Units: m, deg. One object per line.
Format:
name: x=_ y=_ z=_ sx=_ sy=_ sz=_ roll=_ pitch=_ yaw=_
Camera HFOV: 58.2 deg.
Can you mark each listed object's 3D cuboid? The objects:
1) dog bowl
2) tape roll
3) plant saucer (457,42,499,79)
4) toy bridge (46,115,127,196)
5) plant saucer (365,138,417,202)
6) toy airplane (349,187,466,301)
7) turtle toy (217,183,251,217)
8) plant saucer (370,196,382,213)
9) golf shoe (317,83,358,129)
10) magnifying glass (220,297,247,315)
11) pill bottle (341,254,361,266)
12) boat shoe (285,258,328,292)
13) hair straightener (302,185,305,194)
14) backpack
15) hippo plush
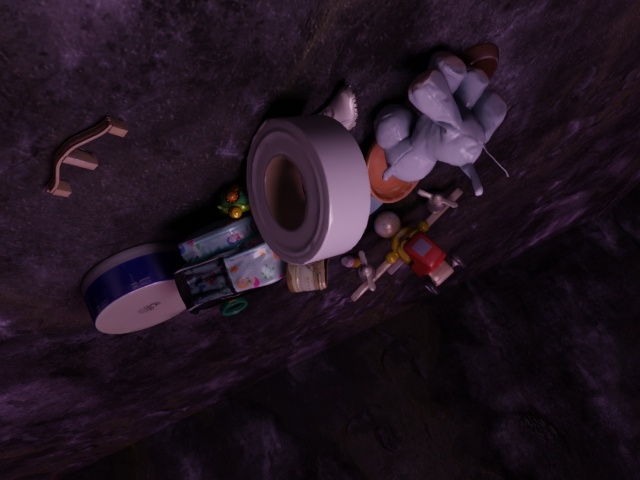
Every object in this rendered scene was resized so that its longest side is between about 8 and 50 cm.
dog bowl: x=-0.428 y=0.118 z=1.392 sx=0.264 sy=0.104 sz=0.265 roll=-24 pitch=160 yaw=-10
tape roll: x=-0.032 y=-0.100 z=1.119 sx=0.100 sy=0.286 sz=0.286 roll=-14 pitch=156 yaw=-34
plant saucer: x=0.336 y=-0.372 z=1.302 sx=0.168 sy=0.029 sz=0.168 roll=-25 pitch=160 yaw=-9
toy bridge: x=-0.397 y=-0.135 z=0.942 sx=0.188 sy=0.026 sz=0.063 roll=-37 pitch=155 yaw=24
plant saucer: x=0.177 y=-0.191 z=1.400 sx=0.199 sy=0.037 sz=0.200 roll=-19 pitch=123 yaw=-32
toy airplane: x=0.275 y=0.006 z=1.867 sx=0.384 sy=0.272 sz=0.386 roll=-33 pitch=-162 yaw=43
turtle toy: x=-0.167 y=-0.093 z=1.265 sx=0.130 sy=0.066 sz=0.095 roll=-18 pitch=-166 yaw=-26
plant saucer: x=0.165 y=-0.151 z=1.531 sx=0.195 sy=0.037 sz=0.195 roll=-46 pitch=165 yaw=-16
golf shoe: x=0.020 y=-0.241 z=1.166 sx=0.085 sy=0.069 sz=0.176 roll=-13 pitch=154 yaw=-21
magnifying glass: x=-0.288 y=0.195 z=1.872 sx=0.092 sy=0.026 sz=0.231 roll=-23 pitch=161 yaw=-12
pill bottle: x=0.110 y=0.074 z=2.051 sx=0.043 sy=0.043 sz=0.083 roll=-39 pitch=157 yaw=27
boat shoe: x=0.000 y=0.000 z=1.290 sx=0.089 sy=0.285 sz=0.105 roll=1 pitch=140 yaw=18
hair straightener: x=-0.045 y=-0.129 z=1.375 sx=0.088 sy=0.047 sz=0.230 roll=-3 pitch=145 yaw=-25
backpack: x=-0.186 y=0.039 z=1.302 sx=0.253 sy=0.191 sz=0.225 roll=-13 pitch=-169 yaw=9
hippo plush: x=0.251 y=-0.230 z=1.243 sx=0.234 sy=0.294 sz=0.236 roll=-29 pitch=-178 yaw=-38
